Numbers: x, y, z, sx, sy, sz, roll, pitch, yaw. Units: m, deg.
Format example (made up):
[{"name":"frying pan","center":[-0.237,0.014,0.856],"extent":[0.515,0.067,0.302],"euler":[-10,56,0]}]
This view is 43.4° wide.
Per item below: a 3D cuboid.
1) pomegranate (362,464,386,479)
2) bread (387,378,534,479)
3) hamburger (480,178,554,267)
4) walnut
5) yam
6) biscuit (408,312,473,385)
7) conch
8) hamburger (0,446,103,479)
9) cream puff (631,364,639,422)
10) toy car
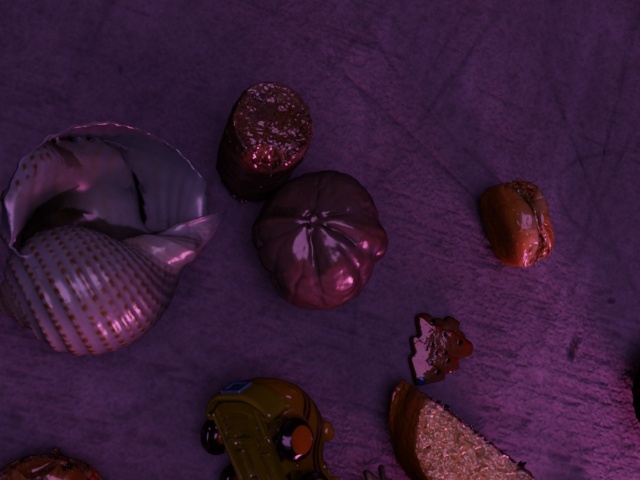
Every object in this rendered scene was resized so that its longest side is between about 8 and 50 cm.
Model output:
[{"name":"pomegranate","center":[0.130,0.441,1.185],"extent":[0.181,0.181,0.224],"euler":[-42,68,-14]},{"name":"bread","center":[0.201,0.343,1.272],"extent":[0.260,0.129,0.134],"euler":[36,82,-8]},{"name":"hamburger","center":[0.325,-0.029,1.330],"extent":[0.083,0.138,0.147],"euler":[-18,96,-16]},{"name":"walnut","center":[0.000,0.000,1.211],"extent":[0.224,0.224,0.224],"euler":[1,85,-14]},{"name":"yam","center":[-0.087,-0.143,1.182],"extent":[0.128,0.238,0.129],"euler":[-41,89,-16]},{"name":"biscuit","center":[0.194,0.186,1.339],"extent":[0.119,0.019,0.130],"euler":[31,79,-9]},{"name":"conch","center":[-0.314,-0.003,1.134],"extent":[0.319,0.215,0.303],"euler":[-30,100,-46]},{"name":"hamburger","center":[-0.397,0.414,1.129],"extent":[0.230,0.107,0.231],"euler":[4,77,-16]},{"name":"cream puff","center":[0.649,0.268,1.371],"extent":[0.238,0.165,0.239],"euler":[1,85,-14]},{"name":"toy car","center":[-0.056,0.307,1.190],"extent":[0.142,0.200,0.248],"euler":[-30,107,-45]}]
